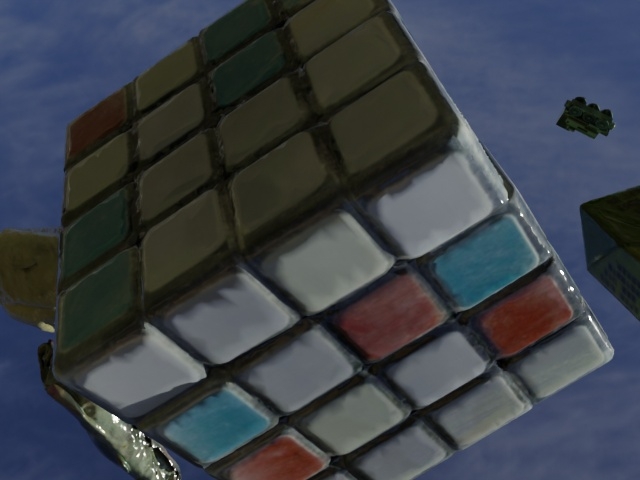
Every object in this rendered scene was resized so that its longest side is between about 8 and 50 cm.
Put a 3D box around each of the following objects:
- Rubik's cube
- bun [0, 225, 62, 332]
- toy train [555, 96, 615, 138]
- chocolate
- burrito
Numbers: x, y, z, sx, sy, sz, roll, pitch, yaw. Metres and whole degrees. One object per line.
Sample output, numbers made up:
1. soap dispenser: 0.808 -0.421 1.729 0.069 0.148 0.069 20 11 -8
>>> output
1. Rubik's cube: 0.000 0.000 0.554 0.259 0.253 0.256 -34 -140 12
2. bun: -0.338 0.055 1.128 0.244 0.153 0.244 -1 -176 0
3. toy train: 0.410 -0.186 1.241 0.083 0.053 0.033 28 -132 5
4. chocolate: 0.563 0.031 1.126 0.301 0.137 0.288 -16 -141 -13
5. burrito: -0.262 0.241 1.031 0.066 0.309 0.096 -37 -142 -16
